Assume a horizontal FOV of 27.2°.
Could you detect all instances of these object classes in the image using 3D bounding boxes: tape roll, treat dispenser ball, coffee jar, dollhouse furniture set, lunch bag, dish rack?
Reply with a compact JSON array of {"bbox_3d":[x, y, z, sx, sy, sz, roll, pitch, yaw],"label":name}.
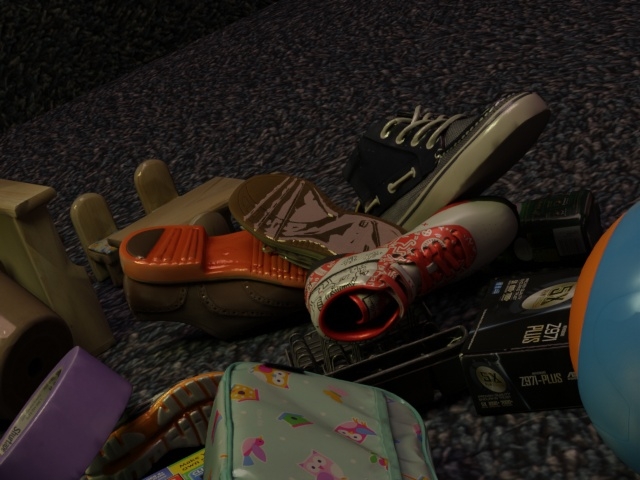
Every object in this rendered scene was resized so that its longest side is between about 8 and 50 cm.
[{"bbox_3d":[-0.301,0.219,1.506,0.189,0.080,0.189,-50,13,15],"label":"tape roll"},{"bbox_3d":[0.356,0.083,1.119,0.288,0.288,0.288,-16,21,7],"label":"treat dispenser ball"},{"bbox_3d":[0.266,-0.008,1.708,0.184,0.079,0.096,-8,30,25],"label":"coffee jar"},{"bbox_3d":[-0.285,-0.031,1.985,0.394,0.256,0.362,-32,25,-30],"label":"dollhouse furniture set"},{"bbox_3d":[0.004,0.220,1.238,0.224,0.108,0.279,11,22,-8],"label":"lunch bag"},{"bbox_3d":[0.056,0.130,1.558,0.208,0.074,0.271,-19,20,-3],"label":"dish rack"}]

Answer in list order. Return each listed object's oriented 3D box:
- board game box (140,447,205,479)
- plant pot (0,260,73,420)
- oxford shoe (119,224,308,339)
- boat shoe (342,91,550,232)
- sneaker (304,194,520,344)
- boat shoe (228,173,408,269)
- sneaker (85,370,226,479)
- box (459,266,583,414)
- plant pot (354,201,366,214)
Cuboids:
[{"bbox_3d":[-0.185,0.320,1.334,0.317,0.046,0.213,-26,23,-17],"label":"board game box"},{"bbox_3d":[-0.465,0.140,1.791,0.229,0.263,0.263,17,37,28],"label":"plant pot"},{"bbox_3d":[-0.086,0.061,1.788,0.363,0.133,0.130,5,32,5],"label":"oxford shoe"},{"bbox_3d":[0.138,-0.115,1.630,0.127,0.158,0.340,-25,-16,-38],"label":"boat shoe"},{"bbox_3d":[0.111,0.040,1.518,0.270,0.090,0.145,-20,19,5],"label":"sneaker"},{"bbox_3d":[0.000,0.000,1.705,0.285,0.089,0.104,27,65,33],"label":"boat shoe"},{"bbox_3d":[-0.185,0.211,1.554,0.215,0.084,0.083,-26,17,-15],"label":"sneaker"},{"bbox_3d":[0.249,0.106,1.446,0.147,0.078,0.180,-8,24,25],"label":"box"},{"bbox_3d":[0.124,-0.022,1.824,0.134,0.134,0.095,-9,-1,24],"label":"plant pot"}]
